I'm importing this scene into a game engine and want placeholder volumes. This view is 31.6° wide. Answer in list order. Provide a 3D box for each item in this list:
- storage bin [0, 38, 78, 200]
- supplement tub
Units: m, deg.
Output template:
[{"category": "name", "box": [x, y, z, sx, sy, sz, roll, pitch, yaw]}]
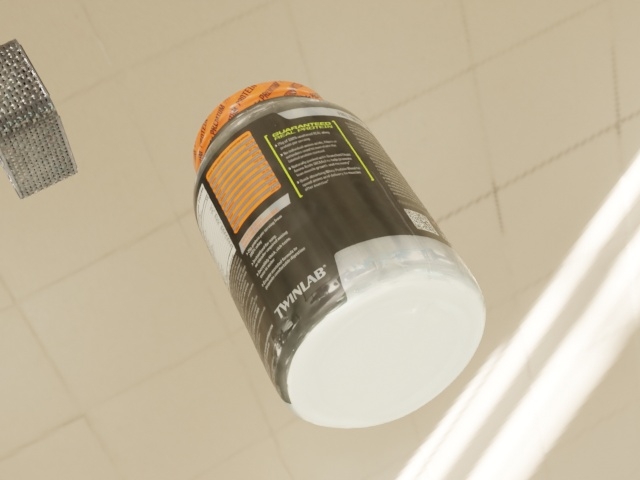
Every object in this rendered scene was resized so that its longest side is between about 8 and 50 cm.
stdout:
[{"category": "storage bin", "box": [-0.373, -0.147, 1.400, 0.084, 0.122, 0.180, -28, 160, -13]}, {"category": "supplement tub", "box": [0.000, 0.000, 1.109, 0.207, 0.338, 0.207, -14, 135, -15]}]
